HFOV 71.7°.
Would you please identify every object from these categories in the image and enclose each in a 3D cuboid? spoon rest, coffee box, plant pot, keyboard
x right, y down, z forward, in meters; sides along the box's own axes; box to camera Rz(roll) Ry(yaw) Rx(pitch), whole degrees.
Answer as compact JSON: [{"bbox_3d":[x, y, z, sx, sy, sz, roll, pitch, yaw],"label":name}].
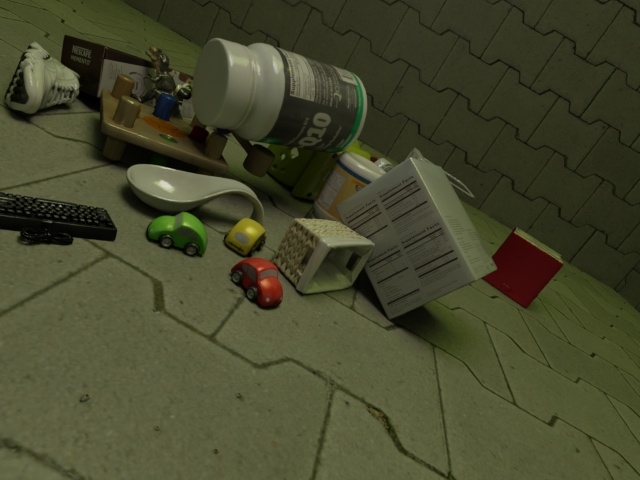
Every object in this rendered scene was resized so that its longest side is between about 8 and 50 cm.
[{"bbox_3d":[-0.225,-0.088,0.844,0.276,0.084,0.137,15,25,-37],"label":"spoon rest"},{"bbox_3d":[-0.491,-0.421,1.163,0.168,0.119,0.297,25,16,25],"label":"coffee box"},{"bbox_3d":[-0.002,-0.238,1.312,0.227,0.228,0.207,8,36,-47],"label":"plant pot"},{"bbox_3d":[-0.372,-0.031,0.597,0.180,0.023,0.108,8,30,-44],"label":"keyboard"}]

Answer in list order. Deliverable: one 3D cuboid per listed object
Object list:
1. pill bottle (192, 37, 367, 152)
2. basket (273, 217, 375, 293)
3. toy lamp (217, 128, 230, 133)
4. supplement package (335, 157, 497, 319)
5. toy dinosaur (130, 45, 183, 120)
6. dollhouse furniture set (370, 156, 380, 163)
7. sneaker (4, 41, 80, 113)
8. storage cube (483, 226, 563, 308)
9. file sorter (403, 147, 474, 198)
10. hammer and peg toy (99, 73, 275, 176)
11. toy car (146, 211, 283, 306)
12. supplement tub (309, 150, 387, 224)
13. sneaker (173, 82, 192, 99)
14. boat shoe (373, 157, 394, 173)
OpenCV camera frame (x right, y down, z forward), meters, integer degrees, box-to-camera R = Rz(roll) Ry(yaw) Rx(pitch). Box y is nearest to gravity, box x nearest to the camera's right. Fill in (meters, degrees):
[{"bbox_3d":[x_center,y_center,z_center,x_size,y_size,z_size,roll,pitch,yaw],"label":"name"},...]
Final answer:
[{"bbox_3d":[-0.086,-0.318,0.999,0.361,0.204,0.204,-1,36,-39],"label":"pill bottle"},{"bbox_3d":[0.006,0.025,0.855,0.103,0.113,0.167,40,22,29],"label":"basket"},{"bbox_3d":[-0.357,-0.450,1.521,0.080,0.080,0.274,14,28,-37],"label":"toy lamp"},{"bbox_3d":[0.204,-0.004,0.942,0.199,0.198,0.262,-5,67,-58],"label":"supplement package"},{"bbox_3d":[-0.396,-0.333,1.087,0.118,0.268,0.064,-22,20,-18],"label":"toy dinosaur"},{"bbox_3d":[0.172,-0.226,1.681,0.201,0.152,0.374,17,7,-30],"label":"dollhouse furniture set"},{"bbox_3d":[-0.565,-0.327,0.920,0.118,0.110,0.292,27,19,-36],"label":"sneaker"},{"bbox_3d":[0.695,0.087,1.541,0.215,0.193,0.184,38,22,18],"label":"storage cube"},{"bbox_3d":[0.242,-0.071,1.177,0.173,0.277,0.193,33,20,-4],"label":"file sorter"},{"bbox_3d":[-0.304,-0.228,1.001,0.361,0.127,0.266,16,23,-35],"label":"hammer and peg toy"},{"bbox_3d":[-0.172,0.002,0.747,0.225,0.053,0.239,20,22,-26],"label":"toy car"},{"bbox_3d":[0.070,-0.110,1.130,0.144,0.199,0.144,26,21,-11],"label":"supplement tub"},{"bbox_3d":[-0.320,-0.348,1.050,0.035,0.031,0.083,40,21,-10],"label":"sneaker"},{"bbox_3d":[0.204,-0.138,1.362,0.094,0.109,0.302,50,-7,26],"label":"boat shoe"}]
